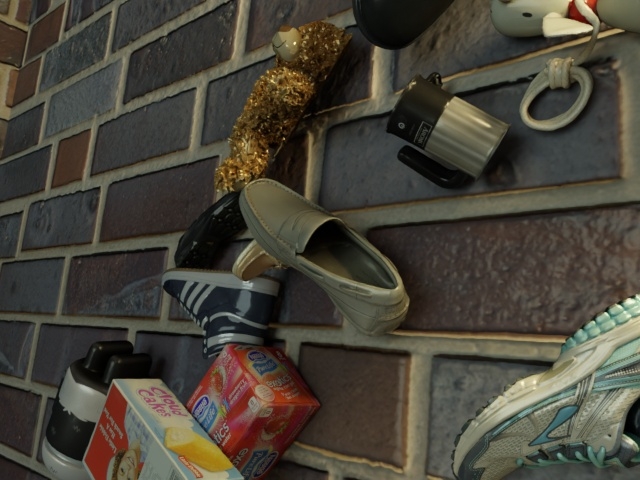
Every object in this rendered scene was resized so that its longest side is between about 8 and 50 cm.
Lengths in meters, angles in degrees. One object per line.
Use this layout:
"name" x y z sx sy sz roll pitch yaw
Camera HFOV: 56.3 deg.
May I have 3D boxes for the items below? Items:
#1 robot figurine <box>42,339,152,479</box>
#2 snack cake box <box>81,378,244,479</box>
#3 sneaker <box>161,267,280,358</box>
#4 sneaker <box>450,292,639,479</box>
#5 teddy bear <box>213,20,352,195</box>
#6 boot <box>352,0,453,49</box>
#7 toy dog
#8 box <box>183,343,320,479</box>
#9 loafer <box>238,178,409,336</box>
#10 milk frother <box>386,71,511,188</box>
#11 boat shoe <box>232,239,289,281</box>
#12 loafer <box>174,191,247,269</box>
"robot figurine" -0.427 0.336 1.166 0.278 0.174 0.209 -69 22 4
"snack cake box" -0.237 0.332 0.864 0.264 0.089 0.152 30 102 44
"sneaker" -0.195 0.131 1.049 0.282 0.099 0.153 -1 76 41
"sneaker" 0.251 0.185 0.601 0.283 0.110 0.122 -50 53 22
"teddy bear" -0.083 -0.219 0.980 0.337 0.113 0.245 -55 5 18
"boot" 0.202 -0.363 0.629 0.367 0.146 0.445 -55 20 12
"toy dog" 0.319 -0.269 0.625 0.334 0.161 0.219 -13 69 41
"box" -0.136 0.297 0.927 0.256 0.123 0.128 -56 49 17
"loafer" 0.000 0.000 0.844 0.319 0.112 0.111 39 149 26
"milk frother" 0.175 -0.157 0.785 0.135 0.129 0.143 32 70 10
"boat shoe" -0.060 0.014 0.943 0.170 0.063 0.059 -38 62 -7
"loafer" -0.198 -0.032 1.112 0.223 0.076 0.078 -44 43 21
